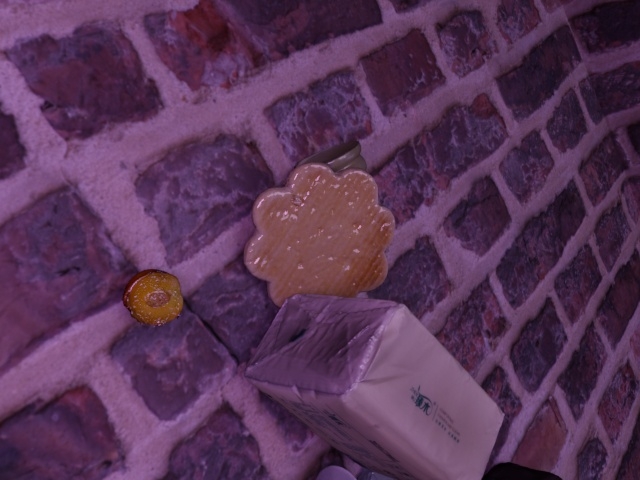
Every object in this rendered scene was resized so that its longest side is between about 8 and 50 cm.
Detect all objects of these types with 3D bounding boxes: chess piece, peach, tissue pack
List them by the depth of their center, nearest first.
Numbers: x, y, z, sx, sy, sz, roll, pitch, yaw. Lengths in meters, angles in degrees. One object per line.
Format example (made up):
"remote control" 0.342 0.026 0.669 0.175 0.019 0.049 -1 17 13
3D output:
"peach" -0.272 0.089 0.976 0.098 0.061 0.098 -8 105 -29
"tissue pack" 0.100 0.274 1.092 0.380 0.297 0.207 47 59 -31
"chess piece" 0.058 -0.065 1.264 0.144 0.145 0.251 -40 115 -39

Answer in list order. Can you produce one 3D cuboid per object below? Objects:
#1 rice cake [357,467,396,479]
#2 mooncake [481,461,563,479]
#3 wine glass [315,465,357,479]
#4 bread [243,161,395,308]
"rice cake" 0.167 0.515 1.299 0.198 0.037 0.189 48 54 -24
"mooncake" 0.502 0.756 1.448 0.351 0.212 0.381 -37 104 -33
"wine glass" -0.021 0.493 1.058 0.197 0.165 0.164 -7 86 -47
"bread" 0.000 0.000 1.163 0.316 0.054 0.315 -5 107 -18
